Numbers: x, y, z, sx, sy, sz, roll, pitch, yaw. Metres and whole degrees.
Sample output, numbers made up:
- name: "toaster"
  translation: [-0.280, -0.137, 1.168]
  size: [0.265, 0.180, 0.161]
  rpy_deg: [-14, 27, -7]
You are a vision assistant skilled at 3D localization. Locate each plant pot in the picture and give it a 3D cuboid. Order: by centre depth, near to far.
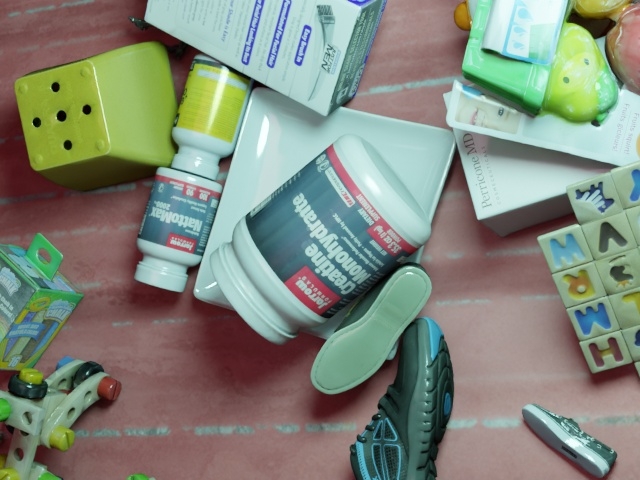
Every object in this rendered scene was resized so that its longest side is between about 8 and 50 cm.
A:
- name: "plant pot"
  translation: [-0.357, -0.194, 1.779]
  size: [0.212, 0.187, 0.212]
  rpy_deg: [-11, 92, 19]

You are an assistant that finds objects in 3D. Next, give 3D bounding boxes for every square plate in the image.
- name: "square plate"
  translation: [0.006, -0.032, 1.715]
  size: [0.344, 0.049, 0.347]
  rpy_deg: [16, 89, 23]

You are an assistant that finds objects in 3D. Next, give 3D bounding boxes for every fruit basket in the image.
- name: "fruit basket"
  translation: [0.359, -0.259, 1.381]
  size: [0.353, 0.165, 0.327]
  rpy_deg: [15, 95, 14]

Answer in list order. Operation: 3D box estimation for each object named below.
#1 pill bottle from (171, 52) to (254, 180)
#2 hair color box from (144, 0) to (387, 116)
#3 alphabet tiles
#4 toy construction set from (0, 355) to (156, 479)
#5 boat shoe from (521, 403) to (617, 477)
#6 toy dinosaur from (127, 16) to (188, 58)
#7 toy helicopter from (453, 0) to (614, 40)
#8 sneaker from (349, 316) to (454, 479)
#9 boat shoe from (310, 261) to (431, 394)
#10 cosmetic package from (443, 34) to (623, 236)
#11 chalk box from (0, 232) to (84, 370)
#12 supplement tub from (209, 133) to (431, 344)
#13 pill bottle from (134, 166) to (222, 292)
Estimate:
- name: "pill bottle"
  translation: [-0.173, -0.192, 1.775]
  size: [0.103, 0.103, 0.184]
  rpy_deg: [16, 88, 22]
- name: "hair color box"
  translation: [-0.085, -0.350, 1.693]
  size: [0.339, 0.110, 0.185]
  rpy_deg: [30, 127, 15]
- name: "alphabet tiles"
  translation: [0.448, 0.044, 1.438]
  size: [0.285, 0.011, 0.342]
  rpy_deg: [-19, 117, 17]
- name: "toy construction set"
  translation: [-0.415, 0.330, 1.726]
  size: [0.309, 0.237, 0.257]
  rpy_deg: [45, 99, 20]
- name: "boat shoe"
  translation: [0.341, 0.268, 1.553]
  size: [0.142, 0.049, 0.040]
  rpy_deg: [38, 64, 23]
- name: "toy dinosaur"
  translation: [-0.235, -0.373, 1.849]
  size: [0.268, 0.064, 0.118]
  rpy_deg: [40, 91, 18]
- name: "toy helicopter"
  translation: [0.261, -0.380, 1.616]
  size: [0.235, 0.140, 0.355]
  rpy_deg: [-34, 56, -3]
- name: "sneaker"
  translation: [0.105, 0.274, 1.596]
  size: [0.139, 0.125, 0.341]
  rpy_deg: [5, 83, 24]
- name: "boat shoe"
  translation: [0.073, 0.124, 1.611]
  size: [0.081, 0.069, 0.228]
  rpy_deg: [41, 100, -7]
- name: "cosmetic package"
  translation: [0.375, -0.155, 1.534]
  size: [0.365, 0.155, 0.197]
  rpy_deg: [-19, 76, 16]
- name: "chalk box"
  translation: [-0.492, 0.091, 1.847]
  size: [0.132, 0.132, 0.213]
  rpy_deg: [40, 97, 22]
- name: "supplement tub"
  translation: [0.000, 0.000, 1.583]
  size: [0.272, 0.191, 0.191]
  rpy_deg: [-39, 71, 12]
- name: "pill bottle"
  translation: [-0.227, -0.015, 1.771]
  size: [0.108, 0.108, 0.180]
  rpy_deg: [15, 89, 22]
